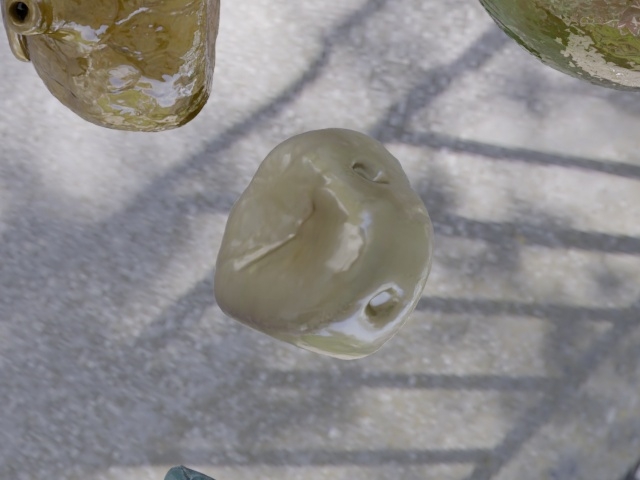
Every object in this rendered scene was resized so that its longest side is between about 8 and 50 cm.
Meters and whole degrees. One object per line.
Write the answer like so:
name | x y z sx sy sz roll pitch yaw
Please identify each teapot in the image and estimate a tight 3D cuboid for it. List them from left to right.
teapot | -0.151 -0.179 1.120 0.167 0.311 0.203 4 107 0

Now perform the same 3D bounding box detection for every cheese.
cheese | 0.000 0.000 1.547 0.117 0.235 0.218 21 66 -45

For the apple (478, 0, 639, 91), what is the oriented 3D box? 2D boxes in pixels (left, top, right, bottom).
apple | 0.146 -0.143 0.682 0.188 0.207 0.174 -28 120 -51

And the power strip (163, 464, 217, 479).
power strip | -0.075 0.209 0.909 0.216 0.137 0.044 -42 157 -39
